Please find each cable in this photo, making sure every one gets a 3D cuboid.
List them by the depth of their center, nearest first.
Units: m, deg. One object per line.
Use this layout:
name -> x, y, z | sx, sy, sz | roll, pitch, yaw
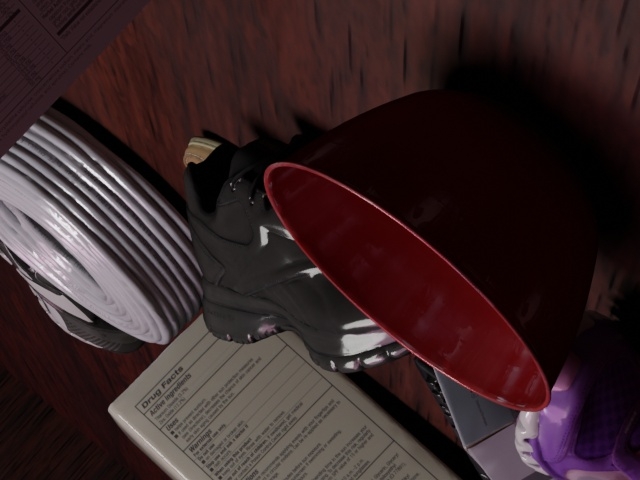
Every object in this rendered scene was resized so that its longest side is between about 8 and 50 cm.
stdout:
cable -> -0.202, -0.018, 1.686 | 0.257, 0.089, 0.257 | 41, 166, 3

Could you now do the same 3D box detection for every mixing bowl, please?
mixing bowl -> 0.072, -0.009, 0.993 | 0.181, 0.098, 0.181 | 39, 166, 11

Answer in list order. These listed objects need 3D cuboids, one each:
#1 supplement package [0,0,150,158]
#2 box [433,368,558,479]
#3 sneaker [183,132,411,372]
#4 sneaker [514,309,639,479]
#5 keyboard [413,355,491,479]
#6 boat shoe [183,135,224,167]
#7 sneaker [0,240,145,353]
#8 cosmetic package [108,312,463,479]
supplement package -> -0.255, -0.189, 1.108 | 0.263, 0.198, 0.199 | 48, 165, -26
box -> 0.127, 0.127, 1.245 | 0.186, 0.038, 0.145 | 54, -169, -37
sneaker -> 0.000, 0.000, 1.204 | 0.286, 0.109, 0.130 | 3, 118, 51
sneaker -> 0.189, 0.122, 1.111 | 0.104, 0.095, 0.236 | 24, 164, 37
keyboard -> 0.180, 0.210, 1.494 | 0.201, 0.033, 0.317 | 30, 162, 37
boat shoe -> -0.048, -0.023, 1.366 | 0.135, 0.045, 0.050 | 35, 164, 24
sneaker -> -0.254, 0.033, 1.995 | 0.234, 0.078, 0.106 | 49, 166, -19
cosmetic package -> -0.008, 0.198, 1.646 | 0.309, 0.160, 0.113 | 42, 169, 18
